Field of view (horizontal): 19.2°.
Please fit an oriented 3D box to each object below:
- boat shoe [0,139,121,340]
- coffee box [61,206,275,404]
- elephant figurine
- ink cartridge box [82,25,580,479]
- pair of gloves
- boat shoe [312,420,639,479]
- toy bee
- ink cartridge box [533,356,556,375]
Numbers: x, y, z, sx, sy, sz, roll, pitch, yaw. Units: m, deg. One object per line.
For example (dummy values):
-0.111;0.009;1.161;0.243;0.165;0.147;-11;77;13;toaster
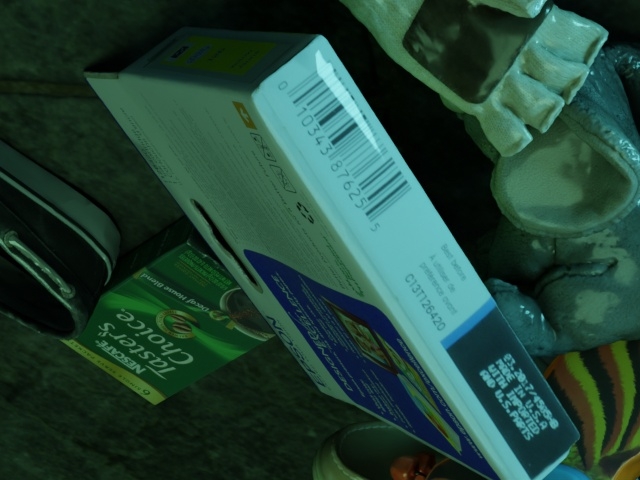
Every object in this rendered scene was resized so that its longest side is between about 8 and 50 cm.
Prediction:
-0.289;-0.029;1.351;0.306;0.105;0.113;36;136;-22;boat shoe
-0.109;0.054;1.433;0.113;0.040;0.184;38;136;-23;coffee box
0.148;-0.057;1.146;0.186;0.169;0.239;-12;122;-9;elephant figurine
0.000;0.000;1.209;0.303;0.072;0.307;54;168;-21;ink cartridge box
0.101;-0.182;1.024;0.204;0.042;0.240;41;123;-1;pair of gloves
0.147;0.178;1.441;0.302;0.109;0.098;12;135;-2;boat shoe
0.130;0.165;1.282;0.162;0.298;0.195;35;175;24;toy bee
0.267;0.098;1.344;0.232;0.066;0.189;23;140;-1;ink cartridge box
